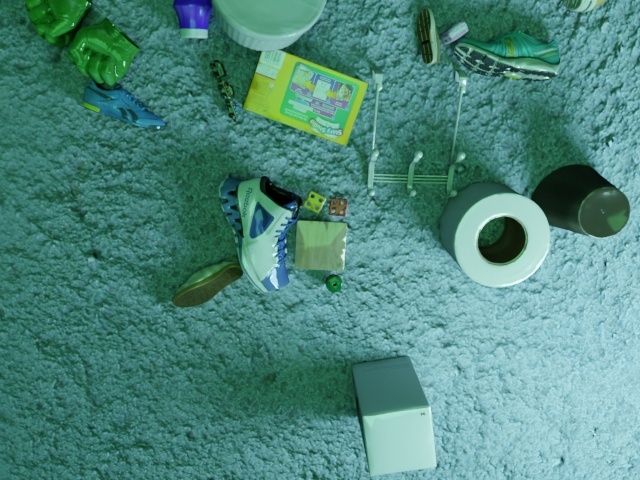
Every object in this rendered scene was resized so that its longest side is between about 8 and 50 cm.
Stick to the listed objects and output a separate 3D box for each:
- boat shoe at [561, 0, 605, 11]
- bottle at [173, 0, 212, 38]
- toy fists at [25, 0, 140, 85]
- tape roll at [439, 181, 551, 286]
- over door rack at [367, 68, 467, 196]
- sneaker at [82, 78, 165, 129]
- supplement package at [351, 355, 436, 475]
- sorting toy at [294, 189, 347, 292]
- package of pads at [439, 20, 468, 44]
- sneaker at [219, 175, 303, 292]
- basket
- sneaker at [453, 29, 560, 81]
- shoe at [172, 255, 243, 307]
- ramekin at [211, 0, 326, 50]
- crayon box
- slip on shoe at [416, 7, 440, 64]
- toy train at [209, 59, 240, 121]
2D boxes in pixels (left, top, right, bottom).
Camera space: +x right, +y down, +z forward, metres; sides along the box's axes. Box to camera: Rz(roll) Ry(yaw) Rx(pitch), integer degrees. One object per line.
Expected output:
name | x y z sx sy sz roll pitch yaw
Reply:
boat shoe | 0.629 -0.793 1.489 0.155 0.187 0.501 -14 110 -4
bottle | -0.301 -0.623 1.527 0.118 0.092 0.283 1 105 0
toy fists | -0.572 -0.491 1.541 0.279 0.096 0.142 43 98 -8
tape roll | 0.445 -0.020 1.685 0.245 0.169 0.246 -1 105 -3
over door rack | 0.241 -0.267 1.642 0.239 0.108 0.325 1 105 -4
sneaker | -0.480 -0.335 1.608 0.209 0.069 0.082 20 99 -8
supplement package | 0.188 0.458 1.735 0.175 0.293 0.178 -8 104 -1
sorting toy | 0.000 0.000 1.731 0.132 0.046 0.275 3 105 -3
package of pads | 0.327 -0.508 1.593 0.050 0.083 0.032 -32 99 2
sneaker | -0.123 -0.027 1.652 0.182 0.127 0.316 -14 105 22
basket | 0.669 -0.094 1.646 0.204 0.227 0.154 -30 104 5
sneaker | 0.464 -0.468 1.619 0.275 0.107 0.110 7 85 -9
shoe | -0.303 0.112 1.747 0.219 0.058 0.077 -29 135 9
ramekin | -0.127 -0.564 1.492 0.272 0.127 0.273 2 80 -14
crayon box | -0.037 -0.360 1.615 0.278 0.081 0.166 19 103 -8
slip on shoe | 0.274 -0.507 1.615 0.041 0.051 0.136 -16 99 -39
toy train | -0.236 -0.375 1.631 0.036 0.027 0.158 -22 105 -8
